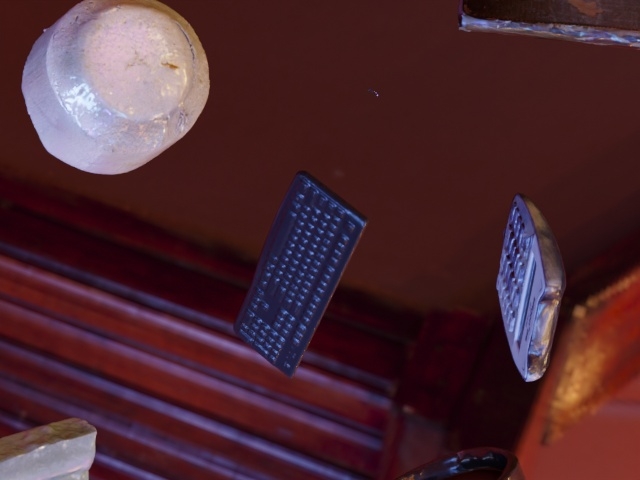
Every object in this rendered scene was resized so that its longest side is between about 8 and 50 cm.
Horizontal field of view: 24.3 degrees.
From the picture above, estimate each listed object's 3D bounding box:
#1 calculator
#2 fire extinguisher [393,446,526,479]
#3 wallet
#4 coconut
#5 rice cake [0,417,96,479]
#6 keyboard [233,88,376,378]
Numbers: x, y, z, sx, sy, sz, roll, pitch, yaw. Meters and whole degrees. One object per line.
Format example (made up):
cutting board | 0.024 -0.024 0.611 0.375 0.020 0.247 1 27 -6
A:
calculator | 0.254 0.050 1.847 0.268 0.040 0.177 -102 -162 -61
fire extinguisher | 0.142 0.287 0.845 0.105 0.141 0.341 -31 101 -39
wallet | 0.243 -0.213 1.357 0.122 0.232 0.031 -79 172 -52
coconut | -0.256 -0.190 1.810 0.224 0.224 0.234 -68 -165 -13
rice cake | -0.274 0.200 1.129 0.226 0.040 0.085 -15 123 -38
keyboard | -0.007 0.005 1.558 0.041 0.103 0.381 -37 160 -48
